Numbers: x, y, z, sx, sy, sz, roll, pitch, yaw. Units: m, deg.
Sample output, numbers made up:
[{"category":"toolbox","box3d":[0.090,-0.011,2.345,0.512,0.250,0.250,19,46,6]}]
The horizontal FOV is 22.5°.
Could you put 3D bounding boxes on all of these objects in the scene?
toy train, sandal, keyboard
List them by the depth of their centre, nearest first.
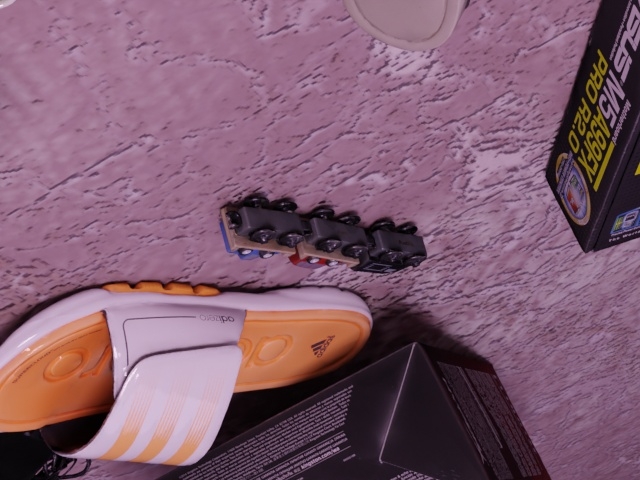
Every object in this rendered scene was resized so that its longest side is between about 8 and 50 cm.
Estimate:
[{"category":"toy train","box3d":[0.000,0.000,0.883,0.036,0.027,0.158,-29,156,35]},{"category":"sandal","box3d":[-0.063,0.078,0.905,0.265,0.076,0.102,-5,138,-36]},{"category":"keyboard","box3d":[-0.212,0.140,0.977,0.100,0.038,0.192,25,131,-27]}]

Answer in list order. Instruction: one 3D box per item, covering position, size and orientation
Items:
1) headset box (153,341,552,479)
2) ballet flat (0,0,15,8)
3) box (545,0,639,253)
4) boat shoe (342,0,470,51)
[{"category":"headset box","box3d":[0.025,0.170,1.073,0.218,0.110,0.293,-29,166,11]},{"category":"ballet flat","box3d":[-0.098,-0.117,0.536,0.247,0.083,0.087,-17,160,-2]},{"category":"box","box3d":[0.269,-0.104,0.868,0.270,0.060,0.216,-17,153,-14]},{"category":"boat shoe","box3d":[0.052,-0.164,0.610,0.065,0.075,0.206,-59,169,-37]}]
